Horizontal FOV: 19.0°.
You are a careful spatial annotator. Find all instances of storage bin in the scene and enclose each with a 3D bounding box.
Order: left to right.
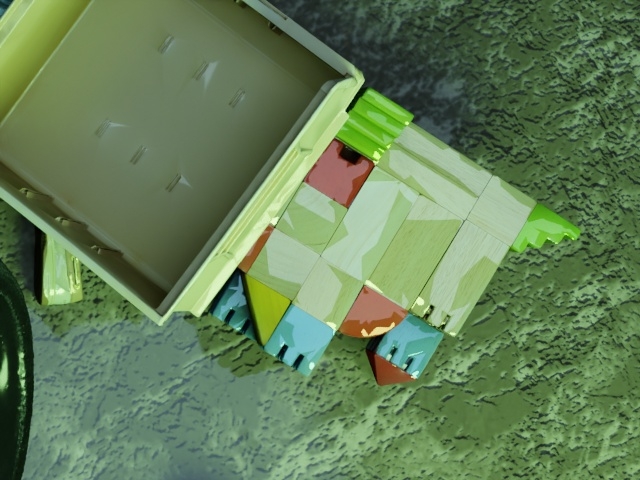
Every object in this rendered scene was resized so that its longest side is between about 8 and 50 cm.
[{"bbox_3d":[-0.141,-0.110,1.596,0.262,0.123,0.260,38,94,11],"label":"storage bin"}]

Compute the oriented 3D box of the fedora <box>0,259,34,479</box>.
[{"bbox_3d":[-0.356,0.162,1.570,0.153,0.334,0.334,6,83,13],"label":"fedora"}]

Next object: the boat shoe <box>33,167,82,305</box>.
[{"bbox_3d":[-0.229,-0.009,1.707,0.045,0.050,0.135,2,95,-21],"label":"boat shoe"}]

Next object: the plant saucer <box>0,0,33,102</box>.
[{"bbox_3d":[-0.266,-0.253,1.716,0.318,0.044,0.317,1,86,-18],"label":"plant saucer"}]

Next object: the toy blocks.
[{"bbox_3d":[0.000,0.000,1.722,0.381,0.191,0.261,32,87,-8],"label":"toy blocks"}]
